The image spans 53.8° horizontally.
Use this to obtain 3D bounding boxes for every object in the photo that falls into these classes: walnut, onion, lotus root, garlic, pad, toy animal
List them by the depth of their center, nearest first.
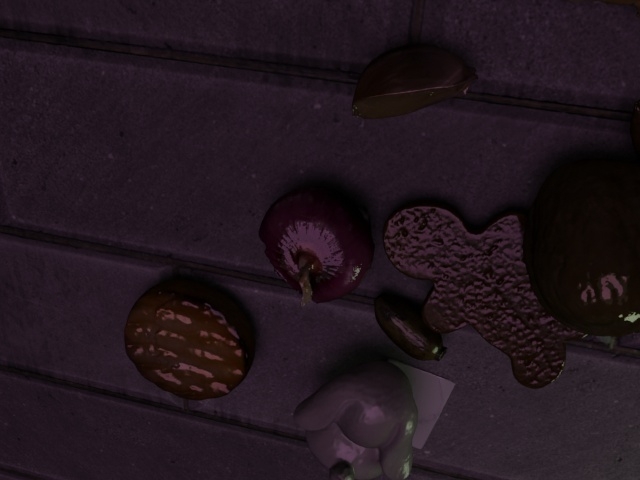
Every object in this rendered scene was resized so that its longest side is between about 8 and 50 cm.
[{"bbox_3d":[0.436,0.007,0.954,0.283,0.283,0.227,-37,145,30],"label":"walnut"},{"bbox_3d":[0.143,-0.252,0.986,0.195,0.102,0.087,-8,149,13],"label":"garlic"},{"bbox_3d":[0.004,-0.002,1.139,0.207,0.200,0.201,53,125,21],"label":"onion"},{"bbox_3d":[0.172,0.173,1.235,0.179,0.089,0.081,39,93,-1],"label":"lotus root"},{"bbox_3d":[0.098,0.364,1.296,0.271,0.206,0.265,31,128,3],"label":"toy animal"},{"bbox_3d":[0.186,0.366,1.393,0.156,0.004,0.232,19,123,4],"label":"pad"}]

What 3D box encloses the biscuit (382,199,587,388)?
[{"bbox_3d":[0.305,0.068,1.149,0.431,0.064,0.283,32,116,-1],"label":"biscuit"}]

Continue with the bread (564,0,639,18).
[{"bbox_3d":[0.438,-0.408,0.722,0.423,0.245,0.329,2,120,10],"label":"bread"}]

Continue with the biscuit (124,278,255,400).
[{"bbox_3d":[-0.283,0.216,1.386,0.296,0.102,0.297,6,118,11],"label":"biscuit"}]

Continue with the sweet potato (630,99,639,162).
[{"bbox_3d":[0.545,-0.117,0.969,0.269,0.075,0.075,35,123,-18],"label":"sweet potato"}]
